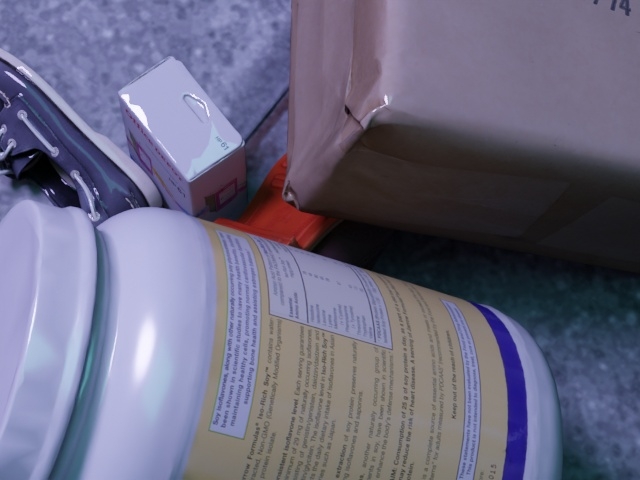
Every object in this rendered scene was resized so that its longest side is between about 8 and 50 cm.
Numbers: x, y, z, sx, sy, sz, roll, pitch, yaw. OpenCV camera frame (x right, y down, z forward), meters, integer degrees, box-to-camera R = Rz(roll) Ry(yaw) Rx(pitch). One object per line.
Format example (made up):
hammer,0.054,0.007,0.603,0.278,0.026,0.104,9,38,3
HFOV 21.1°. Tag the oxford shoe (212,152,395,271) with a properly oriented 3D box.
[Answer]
oxford shoe,0.000,0.000,1.237,0.271,0.098,0.097,-37,39,-30

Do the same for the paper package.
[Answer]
paper package,0.150,-0.156,1.198,0.324,0.168,0.310,10,65,-21

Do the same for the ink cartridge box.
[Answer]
ink cartridge box,-0.096,-0.061,1.230,0.052,0.122,0.088,-35,71,-16

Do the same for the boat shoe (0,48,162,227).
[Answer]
boat shoe,-0.211,-0.072,1.259,0.206,0.075,0.065,39,68,9

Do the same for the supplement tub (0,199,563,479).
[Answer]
supplement tub,-0.049,0.118,1.035,0.331,0.241,0.241,18,64,-22
